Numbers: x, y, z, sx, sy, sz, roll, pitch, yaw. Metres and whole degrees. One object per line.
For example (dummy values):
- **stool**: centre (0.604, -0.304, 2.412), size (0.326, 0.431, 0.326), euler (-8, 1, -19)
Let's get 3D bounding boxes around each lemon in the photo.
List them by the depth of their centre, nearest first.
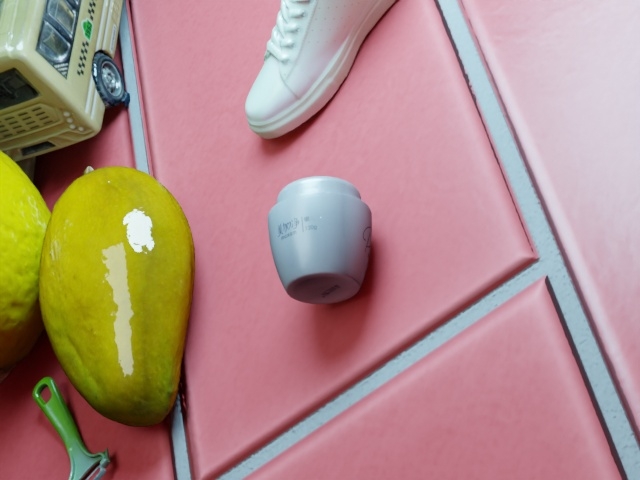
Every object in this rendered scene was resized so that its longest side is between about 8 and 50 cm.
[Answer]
- **lemon**: centre (-0.408, 0.019, 1.480), size (0.293, 0.293, 0.293), euler (-26, 47, 32)

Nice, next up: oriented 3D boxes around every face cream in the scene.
- **face cream**: centre (0.000, 0.000, 1.214), size (0.091, 0.091, 0.095), euler (-23, 56, 34)

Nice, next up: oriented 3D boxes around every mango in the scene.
- **mango**: centre (-0.197, 0.046, 1.373), size (0.176, 0.119, 0.316), euler (-31, 53, 24)

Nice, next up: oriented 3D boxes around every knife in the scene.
- **knife**: centre (-0.254, 0.196, 1.391), size (0.078, 0.022, 0.166), euler (-44, 41, 5)

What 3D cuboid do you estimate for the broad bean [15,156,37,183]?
- **broad bean**: centre (-0.405, -0.088, 1.709), size (0.153, 0.072, 0.206), euler (-11, 52, 21)

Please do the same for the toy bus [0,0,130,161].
- **toy bus**: centre (-0.335, -0.281, 1.645), size (0.177, 0.202, 0.365), euler (-15, 51, 21)

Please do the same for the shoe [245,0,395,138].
- **shoe**: centre (-0.007, -0.229, 1.368), size (0.265, 0.110, 0.095), euler (-52, 40, 1)
